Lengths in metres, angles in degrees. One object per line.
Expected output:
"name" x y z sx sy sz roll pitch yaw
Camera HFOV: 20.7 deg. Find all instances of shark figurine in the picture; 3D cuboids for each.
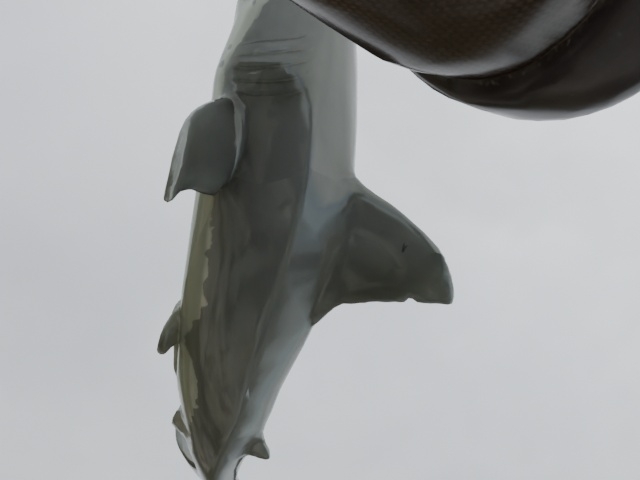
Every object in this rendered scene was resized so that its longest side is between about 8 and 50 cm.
"shark figurine" -0.006 0.028 0.713 0.116 0.166 0.278 11 -67 5

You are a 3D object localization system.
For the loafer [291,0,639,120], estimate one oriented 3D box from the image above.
"loafer" 0.069 -0.181 0.291 0.134 0.130 0.366 47 -56 43
